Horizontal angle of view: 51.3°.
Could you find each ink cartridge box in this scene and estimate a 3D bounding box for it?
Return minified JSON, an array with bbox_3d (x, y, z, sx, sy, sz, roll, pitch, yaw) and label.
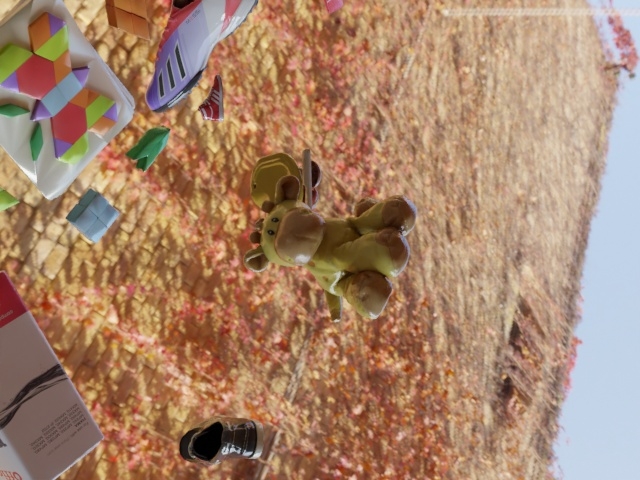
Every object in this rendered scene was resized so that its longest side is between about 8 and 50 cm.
[{"bbox_3d":[-0.390,0.169,0.789,0.172,0.237,0.100,-11,-161,41],"label":"ink cartridge box"}]

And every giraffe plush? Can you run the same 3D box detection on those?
[{"bbox_3d":[0.000,0.000,0.883,0.210,0.170,0.181,-32,-143,59],"label":"giraffe plush"}]

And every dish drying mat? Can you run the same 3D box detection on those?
[{"bbox_3d":[0.023,-0.427,1.191,0.032,0.083,0.008,-25,-93,7],"label":"dish drying mat"}]

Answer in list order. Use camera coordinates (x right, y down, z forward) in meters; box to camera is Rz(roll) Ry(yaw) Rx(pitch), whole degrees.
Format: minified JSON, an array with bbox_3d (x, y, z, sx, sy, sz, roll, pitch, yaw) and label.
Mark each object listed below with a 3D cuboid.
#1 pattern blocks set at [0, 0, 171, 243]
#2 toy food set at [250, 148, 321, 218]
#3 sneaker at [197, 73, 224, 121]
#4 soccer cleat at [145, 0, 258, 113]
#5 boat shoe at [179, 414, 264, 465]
[{"bbox_3d":[-0.266,-0.145,0.657,0.026,0.325,0.285,22,-102,30],"label":"pattern blocks set"},{"bbox_3d":[-0.049,-0.099,1.233,0.218,0.071,0.128,-1,-85,56],"label":"toy food set"},{"bbox_3d":[-0.280,-0.362,1.687,0.042,0.067,0.118,-149,-123,-77],"label":"sneaker"},{"bbox_3d":[-0.244,-0.368,1.201,0.318,0.116,0.108,-44,-138,26],"label":"soccer cleat"},{"bbox_3d":[-0.187,0.337,1.123,0.233,0.079,0.084,-26,-116,49],"label":"boat shoe"}]
